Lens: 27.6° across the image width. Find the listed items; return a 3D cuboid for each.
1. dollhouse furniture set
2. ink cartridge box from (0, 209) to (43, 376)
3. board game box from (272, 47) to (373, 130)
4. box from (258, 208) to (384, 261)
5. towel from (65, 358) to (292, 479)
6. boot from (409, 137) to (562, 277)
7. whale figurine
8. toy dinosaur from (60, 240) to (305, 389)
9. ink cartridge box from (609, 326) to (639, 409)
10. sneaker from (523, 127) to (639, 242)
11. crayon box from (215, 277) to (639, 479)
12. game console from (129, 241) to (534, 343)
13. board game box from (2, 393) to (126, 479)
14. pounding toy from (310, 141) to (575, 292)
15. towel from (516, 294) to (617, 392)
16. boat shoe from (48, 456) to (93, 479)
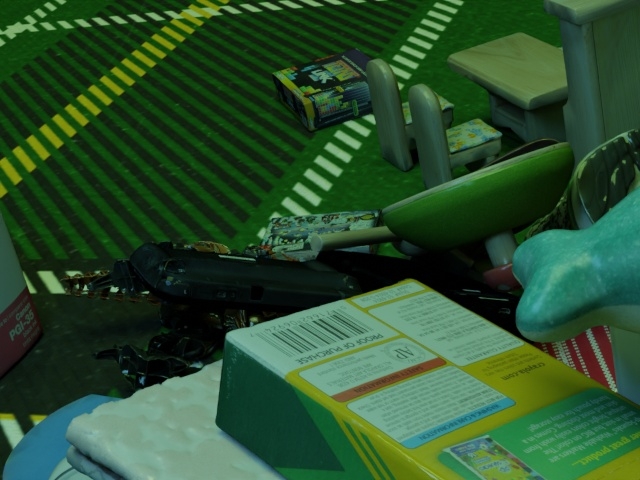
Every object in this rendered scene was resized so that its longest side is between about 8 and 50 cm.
[{"bbox_3d":[0.286,-0.217,1.557,0.362,0.257,0.394,-19,27,-14],"label":"dollhouse furniture set"},{"bbox_3d":[-0.447,0.006,1.405,0.207,0.283,0.117,1,29,25],"label":"ink cartridge box"},{"bbox_3d":[0.020,-0.226,1.928,0.141,0.048,0.170,-19,27,-11],"label":"board game box"},{"bbox_3d":[0.000,0.000,1.510,0.137,0.027,0.094,-5,28,14],"label":"box"},{"bbox_3d":[0.026,0.174,0.985,0.317,0.053,0.331,27,30,36],"label":"towel"},{"bbox_3d":[0.176,-0.039,1.362,0.219,0.082,0.106,-45,4,25],"label":"boot"},{"bbox_3d":[0.254,-0.010,0.842,0.272,0.141,0.216,-9,28,13],"label":"whale figurine"},{"bbox_3d":[-0.124,0.066,1.354,0.322,0.164,0.218,-20,5,28],"label":"toy dinosaur"},{"bbox_3d":[0.381,0.098,0.953,0.270,0.197,0.198,-31,31,-31],"label":"ink cartridge box"},{"bbox_3d":[0.361,-0.056,1.341,0.410,0.158,0.182,-14,-8,-35],"label":"sneaker"},{"bbox_3d":[0.106,0.144,0.912,0.203,0.083,0.323,-14,31,-42],"label":"crayon box"},{"bbox_3d":[0.003,0.041,1.160,0.361,0.044,0.213,7,7,-29],"label":"game console"},{"bbox_3d":[-0.209,0.201,1.202,0.168,0.033,0.133,2,34,37],"label":"board game box"},{"bbox_3d":[0.139,0.000,1.205,0.237,0.110,0.183,-22,-3,37],"label":"pounding toy"},{"bbox_3d":[0.270,0.093,1.204,0.274,0.031,0.199,-12,26,3],"label":"towel"},{"bbox_3d":[-0.103,0.218,1.057,0.267,0.096,0.088,0,23,7],"label":"boat shoe"}]
